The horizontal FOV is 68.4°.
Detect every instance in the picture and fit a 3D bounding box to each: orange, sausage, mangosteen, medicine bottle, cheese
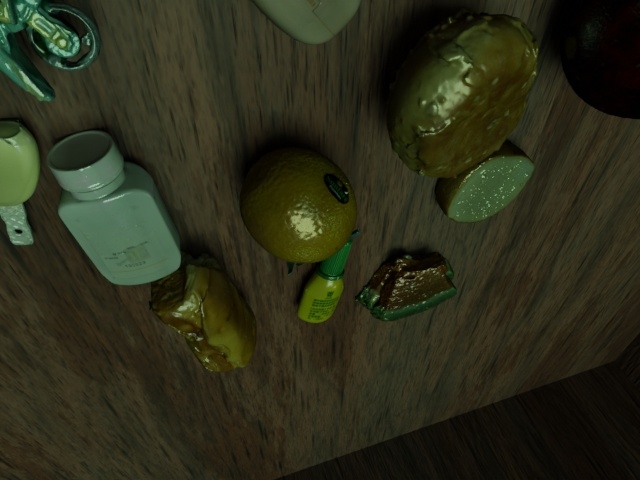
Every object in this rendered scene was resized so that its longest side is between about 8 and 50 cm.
[{"bbox_3d":[-0.040,-0.065,0.905,0.236,0.236,0.236,-14,138,-12],"label":"orange"},{"bbox_3d":[0.178,-0.337,0.874,0.100,0.015,0.015,-32,139,10],"label":"sausage"},{"bbox_3d":[0.603,-0.390,0.864,0.306,0.359,0.306,8,125,11],"label":"mangosteen"},{"bbox_3d":[0.018,0.100,1.216,0.111,0.076,0.309,-8,138,-28],"label":"medicine bottle"},{"bbox_3d":[-0.521,-0.083,0.780,0.127,0.054,0.251,-4,136,-18],"label":"cheese"},{"bbox_3d":[-0.367,-0.047,0.850,0.161,0.111,0.296,-14,140,-4],"label":"medicine bottle"}]

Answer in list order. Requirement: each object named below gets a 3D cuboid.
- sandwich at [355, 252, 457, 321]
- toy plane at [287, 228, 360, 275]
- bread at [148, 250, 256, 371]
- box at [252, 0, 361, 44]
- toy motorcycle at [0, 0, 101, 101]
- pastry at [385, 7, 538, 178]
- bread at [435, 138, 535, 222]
[{"bbox_3d":[0.265,0.121,1.334,0.292,0.109,0.212,-7,137,-19],"label":"sandwich"},{"bbox_3d":[0.000,0.000,1.092,0.060,0.096,0.235,24,138,-38],"label":"toy plane"},{"bbox_3d":[-0.249,0.163,1.071,0.149,0.195,0.344,-18,142,-1],"label":"bread"},{"bbox_3d":[-0.029,-0.378,0.674,0.146,0.088,0.200,-41,136,19],"label":"box"},{"bbox_3d":[-0.420,-0.297,0.550,0.198,0.109,0.296,-40,127,9],"label":"toy motorcycle"},{"bbox_3d":[0.233,-0.261,0.835,0.284,0.184,0.316,-35,153,-4],"label":"pastry"},{"bbox_3d":[0.396,-0.142,1.146,0.236,0.070,0.236,-14,140,-12],"label":"bread"}]
